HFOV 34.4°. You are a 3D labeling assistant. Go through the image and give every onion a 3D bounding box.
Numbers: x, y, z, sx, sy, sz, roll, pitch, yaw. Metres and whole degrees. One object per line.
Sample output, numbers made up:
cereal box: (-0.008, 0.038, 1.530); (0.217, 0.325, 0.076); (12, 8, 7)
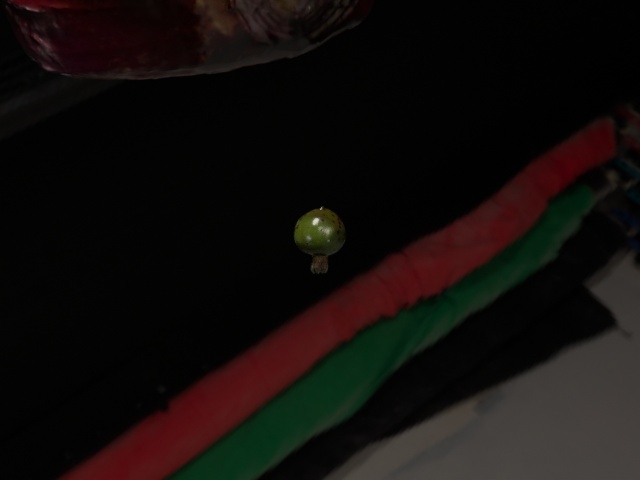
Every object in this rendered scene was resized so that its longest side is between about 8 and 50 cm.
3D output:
onion: (-0.102, -0.282, 0.832); (0.336, 0.282, 0.260); (-21, -55, -28)

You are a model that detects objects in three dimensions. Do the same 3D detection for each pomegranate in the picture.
pomegranate: (0.004, -0.002, 1.423); (0.073, 0.085, 0.073); (-27, -4, -2)
